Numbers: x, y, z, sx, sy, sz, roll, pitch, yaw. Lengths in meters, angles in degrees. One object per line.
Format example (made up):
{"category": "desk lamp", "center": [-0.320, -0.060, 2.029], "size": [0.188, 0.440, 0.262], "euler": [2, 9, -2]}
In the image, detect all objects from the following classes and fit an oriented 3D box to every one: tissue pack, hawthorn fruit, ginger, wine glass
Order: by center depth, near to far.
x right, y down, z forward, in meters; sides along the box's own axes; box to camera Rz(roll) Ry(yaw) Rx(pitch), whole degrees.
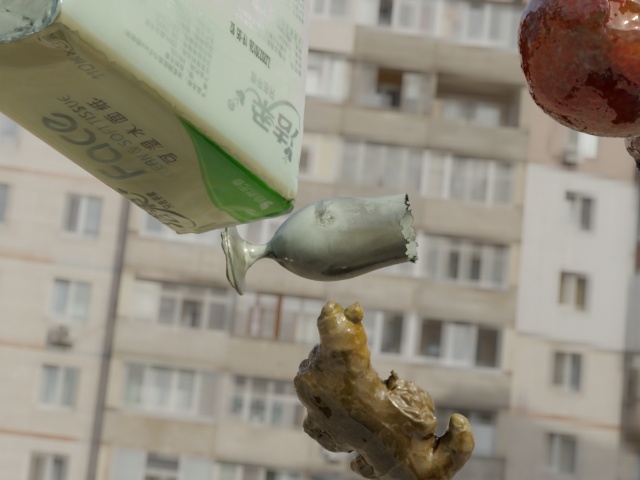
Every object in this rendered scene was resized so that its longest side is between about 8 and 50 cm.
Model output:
{"category": "hawthorn fruit", "center": [0.251, -0.172, 1.626], "size": [0.172, 0.173, 0.173], "euler": [5, -14, 1]}
{"category": "tissue pack", "center": [-0.196, -0.237, 1.937], "size": [0.205, 0.332, 0.405], "euler": [-14, -33, 30]}
{"category": "wine glass", "center": [0.000, 0.000, 2.169], "size": [0.222, 0.103, 0.103], "euler": [-10, -16, 5]}
{"category": "ginger", "center": [0.076, 0.218, 2.192], "size": [0.166, 0.333, 0.080], "euler": [-30, 16, 22]}

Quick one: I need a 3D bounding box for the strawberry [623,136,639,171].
{"category": "strawberry", "center": [0.506, -0.181, 2.298], "size": [0.274, 0.220, 0.274], "euler": [-5, 15, 1]}
